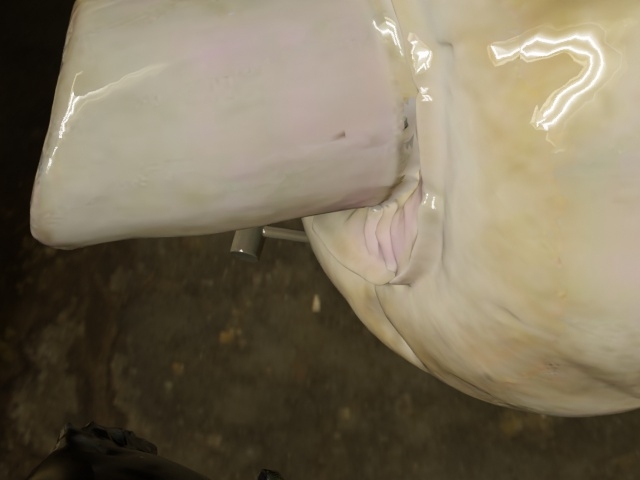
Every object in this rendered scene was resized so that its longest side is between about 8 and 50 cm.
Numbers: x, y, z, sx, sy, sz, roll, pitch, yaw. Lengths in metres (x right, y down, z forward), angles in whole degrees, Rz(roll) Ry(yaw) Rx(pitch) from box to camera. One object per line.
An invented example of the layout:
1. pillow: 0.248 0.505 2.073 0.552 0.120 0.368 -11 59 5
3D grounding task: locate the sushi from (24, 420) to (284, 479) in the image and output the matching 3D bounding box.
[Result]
1. sushi: -0.045 0.212 0.710 0.218 0.238 0.225 9 96 22

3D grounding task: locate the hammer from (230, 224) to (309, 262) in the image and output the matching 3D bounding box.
1. hammer: 0.000 0.000 0.930 0.110 0.019 0.036 9 73 25

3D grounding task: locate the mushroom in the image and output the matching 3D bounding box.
1. mushroom: 0.069 -0.100 0.739 0.353 0.353 0.325 21 90 -7
